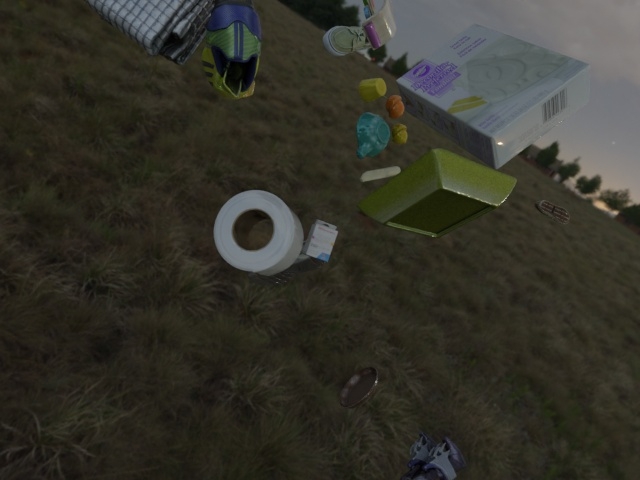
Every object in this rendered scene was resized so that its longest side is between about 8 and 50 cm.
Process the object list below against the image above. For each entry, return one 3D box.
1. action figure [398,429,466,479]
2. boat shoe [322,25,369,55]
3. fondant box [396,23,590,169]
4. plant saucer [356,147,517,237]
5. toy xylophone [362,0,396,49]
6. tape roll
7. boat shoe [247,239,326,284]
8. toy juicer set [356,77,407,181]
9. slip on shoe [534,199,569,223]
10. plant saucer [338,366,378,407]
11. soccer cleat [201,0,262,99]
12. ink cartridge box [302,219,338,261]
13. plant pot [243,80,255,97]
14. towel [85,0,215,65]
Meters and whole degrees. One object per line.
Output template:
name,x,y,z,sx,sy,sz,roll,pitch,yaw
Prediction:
action figure,0.182,0.540,0.987,0.285,0.185,0.099,-30,81,-34
boat shoe,0.131,-0.794,1.783,0.094,0.109,0.302,-4,20,46
fondant box,0.357,-0.326,0.995,0.330,0.238,0.096,52,-2,45
plant saucer,0.187,-0.058,0.736,0.188,0.188,0.045,12,61,-31
toy xylophone,0.142,-0.730,1.302,0.236,0.081,0.323,46,35,-56
tape roll,-0.185,-0.019,1.412,0.246,0.246,0.169,37,-2,11
boat shoe,-0.144,0.087,1.970,0.355,0.132,0.130,-16,51,-6
toy juicer set,0.183,-0.317,1.423,0.089,0.329,0.209,0,-8,43
slip on shoe,0.803,-0.099,1.587,0.135,0.051,0.041,22,0,-14
plant saucer,0.133,0.496,1.525,0.029,0.168,0.168,48,19,-10
soccer cleat,-0.156,-0.292,0.783,0.093,0.121,0.289,-1,-5,-14
ink cartridge box,0.000,0.000,1.769,0.092,0.143,0.090,21,-4,-12
plant pot,-0.287,-0.567,1.665,0.083,0.081,0.081,-3,34,-32
towel,-0.280,-0.488,0.842,0.235,0.284,0.121,36,0,9
